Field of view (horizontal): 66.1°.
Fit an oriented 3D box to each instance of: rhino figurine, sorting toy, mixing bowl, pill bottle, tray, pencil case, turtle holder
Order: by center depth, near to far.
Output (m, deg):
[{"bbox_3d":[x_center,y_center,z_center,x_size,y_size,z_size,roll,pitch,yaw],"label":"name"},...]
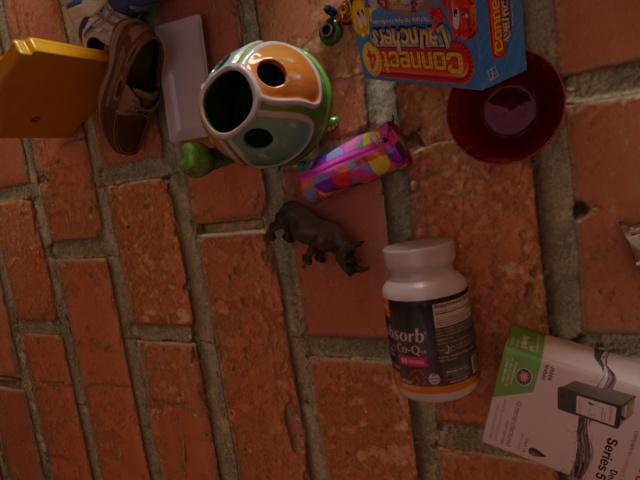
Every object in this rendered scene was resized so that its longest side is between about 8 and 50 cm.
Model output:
[{"bbox_3d":[0.313,-0.219,0.825,0.181,0.098,0.182,6,103,27],"label":"mixing bowl"},{"bbox_3d":[0.201,0.142,0.921,0.162,0.162,0.279,-7,97,28],"label":"pill bottle"},{"bbox_3d":[0.028,-0.433,0.961,0.102,0.042,0.061,-37,83,29],"label":"sorting toy"},{"bbox_3d":[0.063,-0.153,0.969,0.236,0.104,0.104,-22,90,30],"label":"pencil case"},{"bbox_3d":[-0.145,-0.261,0.980,0.320,0.227,0.243,-2,100,27],"label":"turtle holder"},{"bbox_3d":[0.000,0.000,1.048,0.243,0.073,0.106,30,116,17],"label":"rhino figurine"},{"bbox_3d":[-0.311,-0.375,1.156,0.145,0.030,0.271,-1,100,28],"label":"tray"}]

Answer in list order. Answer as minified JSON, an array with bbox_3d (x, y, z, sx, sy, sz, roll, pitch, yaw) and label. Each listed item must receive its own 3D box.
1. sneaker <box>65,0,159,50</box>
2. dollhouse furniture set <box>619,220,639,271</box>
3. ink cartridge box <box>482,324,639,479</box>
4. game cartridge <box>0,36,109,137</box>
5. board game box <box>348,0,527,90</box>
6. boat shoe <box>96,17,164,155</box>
[{"bbox_3d":[-0.477,-0.532,1.181,0.296,0.112,0.131,1,113,33],"label":"sneaker"},{"bbox_3d":[0.554,-0.001,0.709,0.181,0.161,0.101,-23,89,30],"label":"dollhouse furniture set"},{"bbox_3d":[0.445,0.290,0.851,0.272,0.114,0.198,14,106,24],"label":"ink cartridge box"},{"bbox_3d":[-0.668,-0.359,1.199,0.323,0.285,0.053,-34,85,28],"label":"game cartridge"},{"bbox_3d":[0.148,-0.396,0.734,0.308,0.086,0.302,35,147,56],"label":"board game box"},{"bbox_3d":[-0.442,-0.346,1.161,0.116,0.123,0.324,35,123,30],"label":"boat shoe"}]
